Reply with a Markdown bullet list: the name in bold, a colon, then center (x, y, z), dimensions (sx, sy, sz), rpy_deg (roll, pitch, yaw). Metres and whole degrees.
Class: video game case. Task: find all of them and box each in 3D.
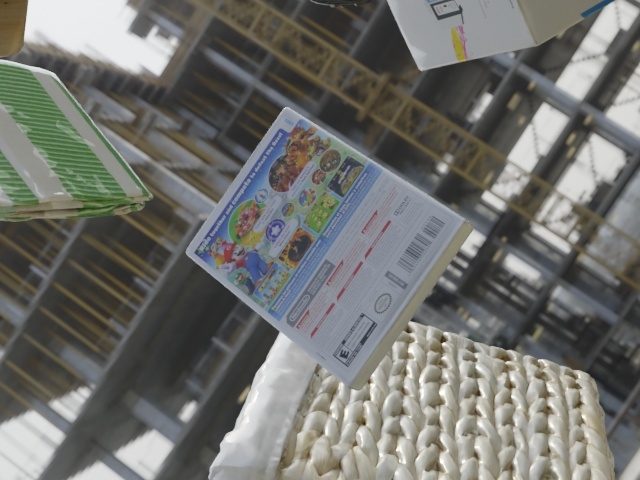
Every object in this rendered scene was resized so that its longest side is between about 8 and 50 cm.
- **video game case**: center (0.000, 0.000, 0.525), dimensions (0.087, 0.122, 0.011), rpy_deg (-55, -37, 2)

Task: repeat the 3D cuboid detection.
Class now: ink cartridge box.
- **ink cartridge box**: center (0.211, -0.324, 1.394), dimensions (0.171, 0.168, 0.233), rpy_deg (-32, 16, -26)

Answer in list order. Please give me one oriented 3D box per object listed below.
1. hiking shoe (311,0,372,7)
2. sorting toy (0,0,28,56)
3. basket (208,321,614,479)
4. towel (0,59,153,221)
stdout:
- **hiking shoe**: center (0.065, -0.297, 1.039), dimensions (0.227, 0.114, 0.086), rpy_deg (-23, 32, 25)
- **sorting toy**: center (-0.317, -0.231, 0.732), dimensions (0.257, 0.089, 0.255), rpy_deg (-11, -36, -28)
- **basket**: center (0.048, 0.256, 0.856), dimensions (0.331, 0.266, 0.328), rpy_deg (-67, -9, -72)
- **towel**: center (-0.357, -0.108, 1.227), dimensions (0.325, 0.248, 0.038), rpy_deg (-10, -35, -54)
